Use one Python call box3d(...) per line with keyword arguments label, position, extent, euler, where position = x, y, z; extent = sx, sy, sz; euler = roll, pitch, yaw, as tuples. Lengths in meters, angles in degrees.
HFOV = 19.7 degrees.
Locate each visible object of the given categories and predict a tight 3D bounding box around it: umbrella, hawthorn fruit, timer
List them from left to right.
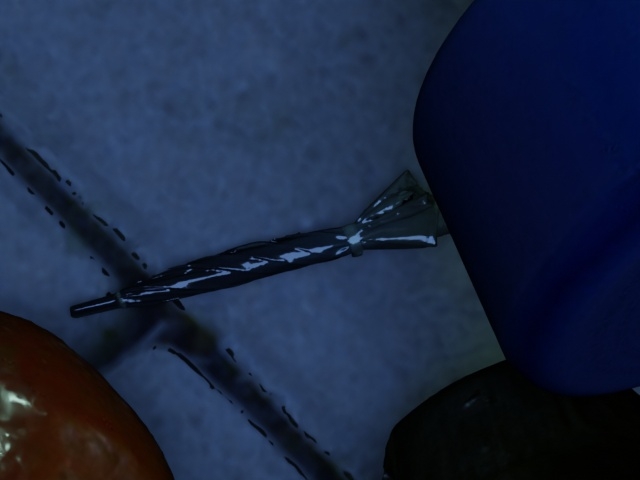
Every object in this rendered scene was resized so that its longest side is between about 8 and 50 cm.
box3d(label="hawthorn fruit", position=(-0.150, 0.135, 0.873), extent=(0.202, 0.185, 0.185), euler=(27, 89, -29))
box3d(label="umbrella", position=(0.000, -0.003, 0.951), extent=(0.269, 0.044, 0.044), euler=(-13, 64, -7))
box3d(label="timer", position=(0.114, -0.152, 0.840), extent=(0.270, 0.270, 0.383), euler=(-29, 68, -5))

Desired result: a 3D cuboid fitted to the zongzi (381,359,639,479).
box3d(label="zongzi", position=(0.175, 0.283, 0.834), extent=(0.208, 0.403, 0.432), euler=(-27, 107, 3))
